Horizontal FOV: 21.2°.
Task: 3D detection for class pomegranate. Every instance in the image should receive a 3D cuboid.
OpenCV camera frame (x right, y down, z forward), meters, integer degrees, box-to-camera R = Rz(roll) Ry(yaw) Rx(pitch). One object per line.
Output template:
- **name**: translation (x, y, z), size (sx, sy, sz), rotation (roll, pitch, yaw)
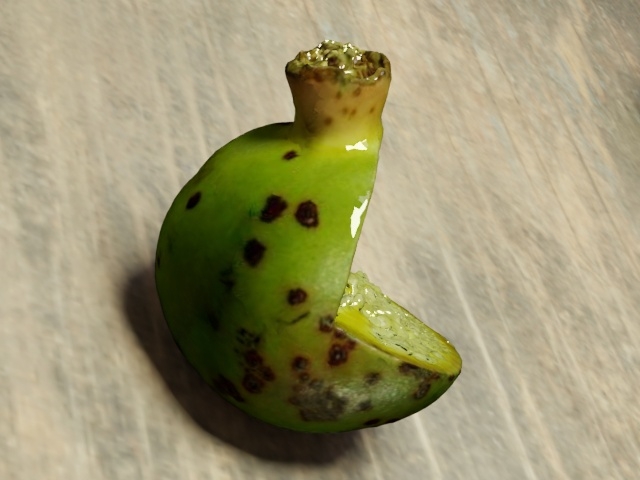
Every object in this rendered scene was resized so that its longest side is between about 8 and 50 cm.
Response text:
- **pomegranate**: translation (-0.012, 0.004, 0.744), size (0.143, 0.122, 0.169), rotation (-80, 155, -64)
